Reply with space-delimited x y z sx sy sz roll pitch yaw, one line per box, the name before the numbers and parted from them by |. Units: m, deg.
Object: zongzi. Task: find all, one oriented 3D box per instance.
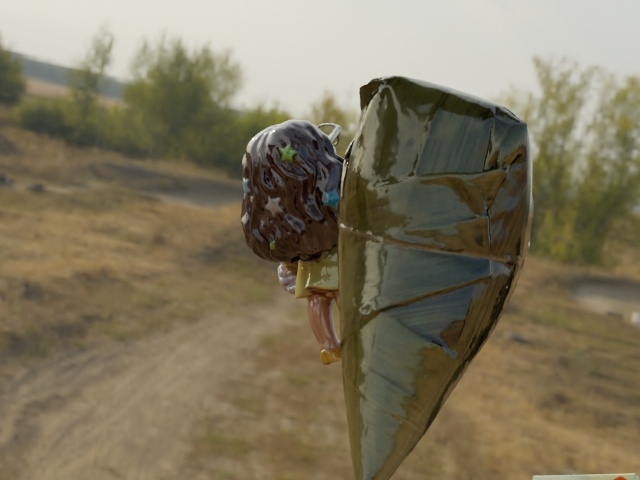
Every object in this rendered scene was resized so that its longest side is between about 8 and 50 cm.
zongzi | 0.078 0.052 1.013 0.145 0.300 0.274 10 -9 13

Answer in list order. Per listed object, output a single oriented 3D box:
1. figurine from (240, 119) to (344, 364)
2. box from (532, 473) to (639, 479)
figurine | -0.001 -0.001 1.303 0.175 0.240 0.116 -17 7 32
box | 0.214 0.220 1.083 0.093 0.058 0.015 -8 -35 34
